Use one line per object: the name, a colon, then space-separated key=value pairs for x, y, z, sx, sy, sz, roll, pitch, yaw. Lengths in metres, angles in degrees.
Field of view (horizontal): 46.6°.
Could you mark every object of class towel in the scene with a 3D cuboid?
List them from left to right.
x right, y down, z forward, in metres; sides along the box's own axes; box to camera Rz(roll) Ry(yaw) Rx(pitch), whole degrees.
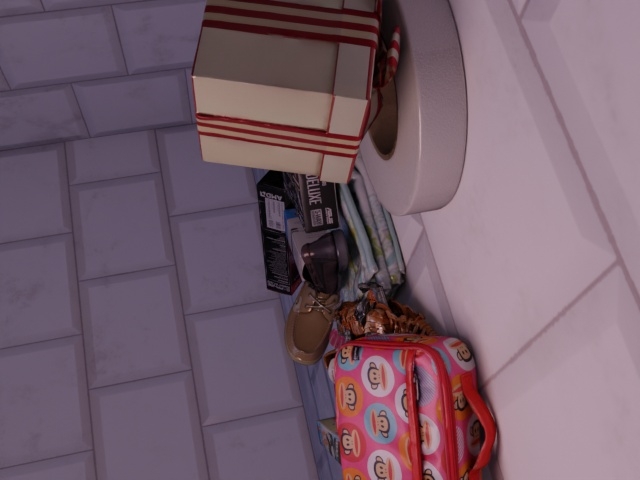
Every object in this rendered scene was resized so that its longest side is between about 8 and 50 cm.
towel: x=0.074 y=-0.014 z=1.587 sx=0.320 sy=0.090 sz=0.375 roll=101 pitch=157 yaw=-63

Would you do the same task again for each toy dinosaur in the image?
toy dinosaur: x=0.115 y=0.185 z=1.335 sx=0.322 sy=0.164 sz=0.218 roll=-171 pitch=76 yaw=-81

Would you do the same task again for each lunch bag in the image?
lunch bag: x=0.150 y=0.292 z=1.145 sx=0.258 sy=0.120 sz=0.293 roll=-5 pitch=91 yaw=43

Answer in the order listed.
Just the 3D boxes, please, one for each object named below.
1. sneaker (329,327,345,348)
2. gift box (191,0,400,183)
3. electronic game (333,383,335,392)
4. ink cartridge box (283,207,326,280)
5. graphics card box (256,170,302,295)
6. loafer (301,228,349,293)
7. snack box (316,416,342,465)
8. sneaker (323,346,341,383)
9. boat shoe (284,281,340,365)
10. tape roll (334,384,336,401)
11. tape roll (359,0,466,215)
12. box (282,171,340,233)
sneaker: x=0.096 y=0.262 z=1.837 sx=0.170 sy=0.074 sz=0.063 roll=27 pitch=111 yaw=51
gift box: x=-0.026 y=-0.259 z=1.036 sx=0.255 sy=0.258 sz=0.276 roll=104 pitch=174 yaw=-71
electronic game: x=0.072 y=0.482 z=2.221 sx=0.229 sy=0.048 sz=0.229 roll=171 pitch=90 yaw=-80
ink cartridge box: x=0.000 y=0.000 z=1.853 sx=0.203 sy=0.148 sz=0.086 roll=-110 pitch=16 yaw=-50
graphics card box: x=-0.074 y=-0.057 z=2.069 sx=0.233 sy=0.094 sz=0.371 roll=-52 pitch=-31 yaw=-45
loafer: x=-0.003 y=0.049 z=1.570 sx=0.302 sy=0.095 sz=0.109 roll=105 pitch=153 yaw=-73
snack box: x=0.107 y=0.389 z=1.497 sx=0.322 sy=0.187 sz=0.060 roll=140 pitch=119 yaw=-80
sneaker: x=0.093 y=0.305 z=1.630 sx=0.290 sy=0.123 sz=0.106 roll=-161 pitch=60 yaw=-66
boat shoe: x=-0.012 y=0.162 z=1.929 sx=0.110 sy=0.121 sz=0.341 roll=110 pitch=175 yaw=-49
tape roll: x=0.107 y=0.436 z=1.846 sx=0.275 sy=0.090 sz=0.275 roll=170 pitch=90 yaw=-80
tape roll: x=0.120 y=-0.231 z=1.147 sx=0.392 sy=0.072 sz=0.392 roll=171 pitch=90 yaw=-80
box: x=-0.037 y=-0.184 z=1.581 sx=0.307 sy=0.076 sz=0.243 roll=-117 pitch=18 yaw=-66
